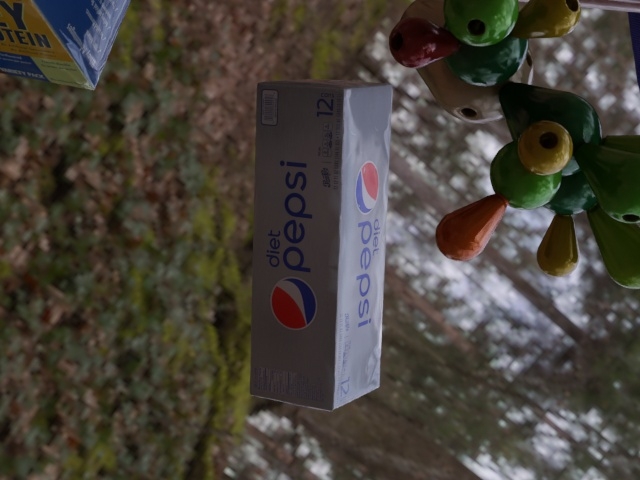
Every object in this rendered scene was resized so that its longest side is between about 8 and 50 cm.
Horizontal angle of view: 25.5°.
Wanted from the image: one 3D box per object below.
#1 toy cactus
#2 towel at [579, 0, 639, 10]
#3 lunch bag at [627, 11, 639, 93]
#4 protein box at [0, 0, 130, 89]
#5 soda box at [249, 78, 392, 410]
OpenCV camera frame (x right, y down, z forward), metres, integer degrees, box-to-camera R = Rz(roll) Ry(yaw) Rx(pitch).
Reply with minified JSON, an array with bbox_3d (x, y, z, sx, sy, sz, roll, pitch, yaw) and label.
[{"bbox_3d":[0.089,-0.050,0.636,0.112,0.219,0.180,-49,-136,9],"label":"toy cactus"},{"bbox_3d":[0.178,-0.187,0.981,0.332,0.317,0.053,-147,-120,-67],"label":"towel"},{"bbox_3d":[0.547,-0.257,1.690,0.327,0.239,0.385,-11,-108,28],"label":"lunch bag"},{"bbox_3d":[-0.248,-0.271,1.194,0.136,0.200,0.201,12,-111,18],"label":"protein box"},{"bbox_3d":[0.000,0.000,1.268,0.091,0.098,0.286,7,-79,28],"label":"soda box"}]
